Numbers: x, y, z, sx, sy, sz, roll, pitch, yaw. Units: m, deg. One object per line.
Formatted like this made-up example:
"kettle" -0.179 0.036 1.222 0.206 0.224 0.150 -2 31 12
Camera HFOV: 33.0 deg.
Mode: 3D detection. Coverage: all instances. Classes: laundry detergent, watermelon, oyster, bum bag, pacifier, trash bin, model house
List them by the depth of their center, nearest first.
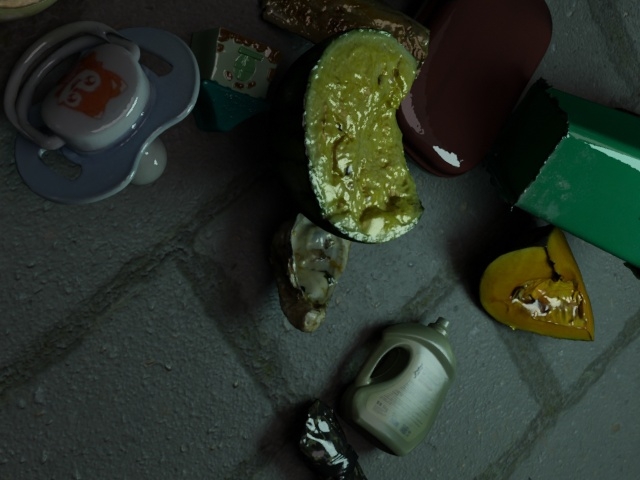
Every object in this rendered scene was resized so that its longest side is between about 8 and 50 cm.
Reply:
"pacifier" -0.298 -0.164 1.550 0.299 0.244 0.233 -50 149 -13
"model house" -0.144 -0.240 1.671 0.127 0.100 0.149 15 88 -32
"watermelon" 0.023 -0.154 1.677 0.330 0.189 0.331 4 84 -44
"oyster" 0.000 0.005 1.802 0.166 0.094 0.294 54 50 -20
"bum bag" 0.025 0.389 1.858 0.248 0.069 0.102 60 29 -21
"laundry detergent" 0.153 0.242 1.914 0.181 0.091 0.253 41 73 -23
"trash bin" 0.514 -0.103 1.939 0.381 0.295 0.259 18 119 -22

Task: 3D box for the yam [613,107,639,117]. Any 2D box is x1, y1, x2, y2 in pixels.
"yam" 0.676 -0.185 2.192 0.279 0.131 0.131 14 87 -30

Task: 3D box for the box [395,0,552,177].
"box" 0.252 -0.311 1.911 0.263 0.108 0.404 41 73 -27

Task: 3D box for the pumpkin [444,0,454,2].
"pumpkin" 0.178 -0.593 1.678 0.454 0.344 0.455 -31 142 -28

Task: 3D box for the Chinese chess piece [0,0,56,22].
"Chinese chess piece" -0.447 -0.430 1.452 0.269 0.112 0.270 -4 98 -32

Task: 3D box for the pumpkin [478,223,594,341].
"pumpkin" 0.400 0.072 2.055 0.312 0.169 0.148 55 33 -37

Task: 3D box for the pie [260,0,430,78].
"pie" 0.042 -0.355 1.763 0.282 0.068 0.129 25 81 -8
